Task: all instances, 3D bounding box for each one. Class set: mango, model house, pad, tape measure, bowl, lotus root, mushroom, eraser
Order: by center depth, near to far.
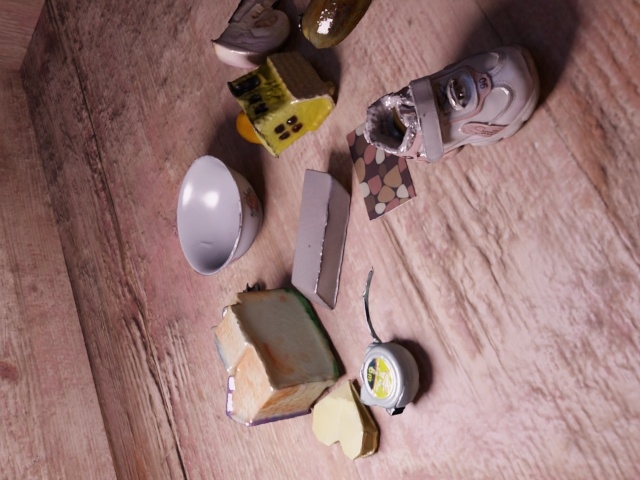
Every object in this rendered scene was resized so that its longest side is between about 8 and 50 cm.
[{"bbox_3d":[0.158,0.223,1.480,0.164,0.084,0.331,12,101,46],"label":"tape measure"},{"bbox_3d":[0.139,-0.179,1.558,0.158,0.003,0.235,-30,69,45],"label":"pad"},{"bbox_3d":[0.043,-0.564,1.567,0.241,0.123,0.123,-48,41,41],"label":"lotus root"},{"bbox_3d":[0.001,0.000,1.668,0.111,0.077,0.353,20,106,50],"label":"eraser"},{"bbox_3d":[-0.085,-0.363,1.698,0.234,0.175,0.194,-30,59,0],"label":"model house"},{"bbox_3d":[-0.147,0.322,1.735,0.312,0.245,0.280,61,140,29],"label":"model house"},{"bbox_3d":[-0.164,-0.552,1.825,0.236,0.173,0.162,-62,-8,-20],"label":"mushroom"},{"bbox_3d":[-0.167,-0.317,1.847,0.184,0.084,0.102,32,113,38],"label":"mango"},{"bbox_3d":[-0.269,-0.070,1.913,0.345,0.157,0.346,0,90,49],"label":"bowl"}]

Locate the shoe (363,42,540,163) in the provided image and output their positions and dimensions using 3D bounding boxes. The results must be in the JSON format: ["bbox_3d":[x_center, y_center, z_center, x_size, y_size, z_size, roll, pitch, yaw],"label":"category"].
[{"bbox_3d":[0.248,-0.253,1.284,0.351,0.198,0.172,-33,70,46],"label":"shoe"}]

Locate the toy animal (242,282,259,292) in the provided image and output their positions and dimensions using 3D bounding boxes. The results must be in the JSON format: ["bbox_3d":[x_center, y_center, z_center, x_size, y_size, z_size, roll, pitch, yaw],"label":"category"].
[{"bbox_3d":[-0.213,0.238,1.930,0.148,0.084,0.233,-114,38,-47],"label":"toy animal"}]

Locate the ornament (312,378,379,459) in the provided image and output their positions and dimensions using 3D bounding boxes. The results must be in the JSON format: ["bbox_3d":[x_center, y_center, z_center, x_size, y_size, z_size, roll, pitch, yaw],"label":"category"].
[{"bbox_3d":[0.059,0.430,1.625,0.201,0.059,0.180,10,95,50],"label":"ornament"}]
